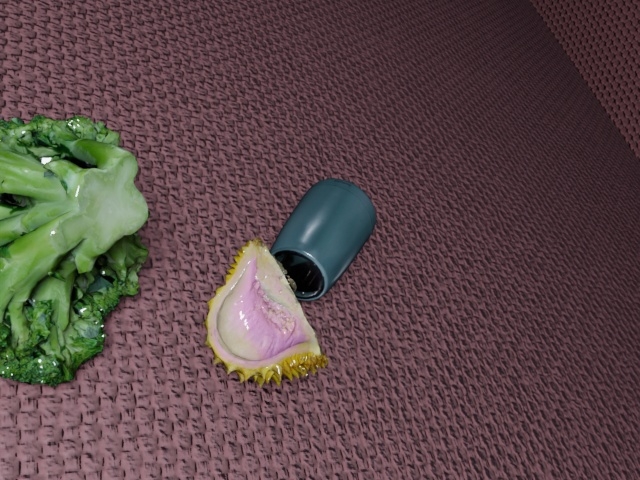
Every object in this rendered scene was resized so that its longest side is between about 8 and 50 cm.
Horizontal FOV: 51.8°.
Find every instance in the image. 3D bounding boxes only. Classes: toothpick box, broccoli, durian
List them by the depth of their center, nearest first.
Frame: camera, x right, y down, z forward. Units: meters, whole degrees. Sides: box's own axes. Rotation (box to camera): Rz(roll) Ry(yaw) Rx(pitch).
[{"bbox_3d":[-0.277,-0.007,0.677,0.265,0.245,0.295,33,62,-38],"label":"broccoli"},{"bbox_3d":[-0.060,0.098,0.828,0.182,0.132,0.165,36,28,11],"label":"durian"},{"bbox_3d":[0.000,0.000,0.970,0.120,0.120,0.184,38,42,-4],"label":"toothpick box"}]
